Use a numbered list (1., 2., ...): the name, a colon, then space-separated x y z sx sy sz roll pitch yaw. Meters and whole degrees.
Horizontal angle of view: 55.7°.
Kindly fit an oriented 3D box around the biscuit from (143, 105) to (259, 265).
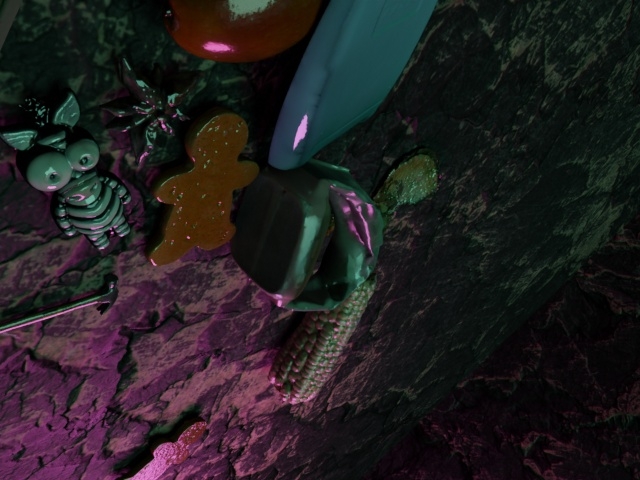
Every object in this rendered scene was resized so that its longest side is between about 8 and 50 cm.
1. biscuit: -0.162 -0.077 0.834 0.166 0.036 0.250 -20 144 -40

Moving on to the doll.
1. doll: -0.272 -0.067 0.674 0.091 0.067 0.219 -33 146 -16

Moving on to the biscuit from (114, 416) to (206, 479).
1. biscuit: -0.317 0.435 1.238 0.205 0.031 0.138 -42 150 -8

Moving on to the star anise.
1. star anise: -0.195 -0.142 0.692 0.124 0.056 0.129 -7 131 -50

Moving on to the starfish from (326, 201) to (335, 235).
1. starfish: -0.040 0.009 1.087 0.241 0.043 0.227 -11 132 -39

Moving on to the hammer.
1. hammer: -0.357 0.097 0.808 0.182 0.017 0.062 -20 140 -37

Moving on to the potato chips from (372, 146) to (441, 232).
1. potato chips: 0.167 -0.091 1.252 0.220 0.029 0.202 -51 149 1

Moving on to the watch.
1. watch: 0.000 0.000 0.971 0.241 0.162 0.253 -2 124 -42

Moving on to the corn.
1. corn: 0.009 0.199 1.291 0.127 0.127 0.335 13 114 -56

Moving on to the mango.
1. mango: -0.040 -0.293 0.650 0.289 0.129 0.146 -46 154 -18

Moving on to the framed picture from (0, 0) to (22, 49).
1. framed picture: -0.379 -0.093 0.328 0.326 0.028 0.446 -48 173 27

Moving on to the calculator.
1. calculator: 0.058 -0.246 0.764 0.256 0.054 0.386 -40 166 -36
